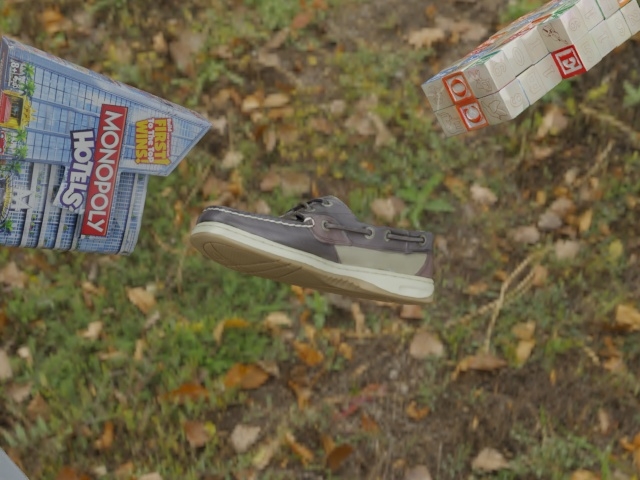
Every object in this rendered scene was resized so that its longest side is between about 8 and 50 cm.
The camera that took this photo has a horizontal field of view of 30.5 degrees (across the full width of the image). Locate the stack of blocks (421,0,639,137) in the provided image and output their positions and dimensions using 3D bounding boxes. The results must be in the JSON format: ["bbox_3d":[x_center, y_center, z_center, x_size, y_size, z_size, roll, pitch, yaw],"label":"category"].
[{"bbox_3d":[0.303,-0.262,1.656,0.297,0.087,0.171,-37,14,-35],"label":"stack of blocks"}]

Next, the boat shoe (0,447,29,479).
[{"bbox_3d":[-0.239,0.091,0.588,0.084,0.258,0.095,-26,11,28],"label":"boat shoe"}]

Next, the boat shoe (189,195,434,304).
[{"bbox_3d":[0.000,0.000,1.192,0.285,0.102,0.092,15,77,-30],"label":"boat shoe"}]

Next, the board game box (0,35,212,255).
[{"bbox_3d":[-0.206,-0.076,1.087,0.194,0.194,0.060,5,17,-23],"label":"board game box"}]
